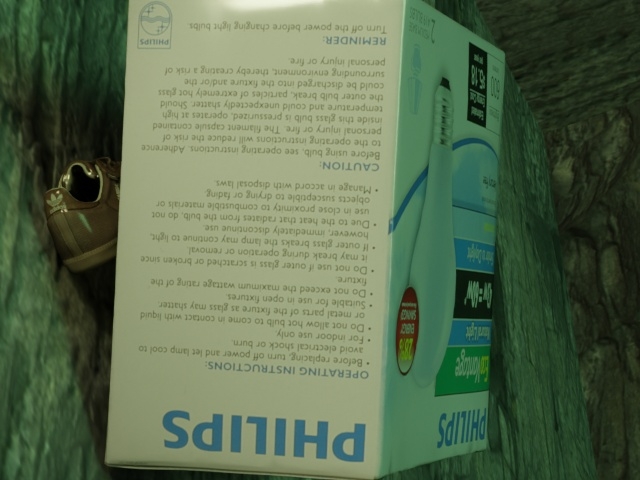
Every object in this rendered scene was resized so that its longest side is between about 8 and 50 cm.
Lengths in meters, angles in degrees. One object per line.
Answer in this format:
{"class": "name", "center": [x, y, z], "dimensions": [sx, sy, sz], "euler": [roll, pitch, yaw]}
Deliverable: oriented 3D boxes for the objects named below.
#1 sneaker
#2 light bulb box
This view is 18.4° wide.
{"class": "sneaker", "center": [-0.167, -0.041, 1.565], "dimensions": [0.188, 0.066, 0.071], "euler": [-68, 136, -66]}
{"class": "light bulb box", "center": [0.000, 0.000, 1.600], "dimensions": [0.358, 0.225, 0.361], "euler": [5, 87, -72]}
